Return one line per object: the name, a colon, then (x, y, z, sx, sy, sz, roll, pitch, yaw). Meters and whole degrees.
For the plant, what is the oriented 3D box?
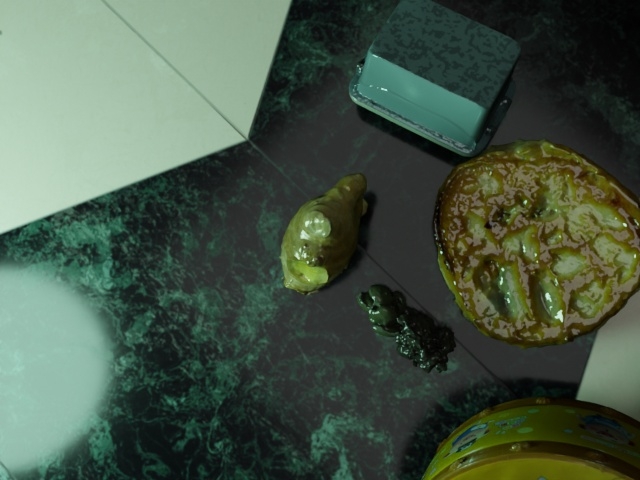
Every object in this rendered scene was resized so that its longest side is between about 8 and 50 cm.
plant: (0.126, 0.129, 1.090, 0.174, 0.087, 0.085, 40, 118, 12)

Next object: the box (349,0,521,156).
box: (0.169, -0.241, 1.060, 0.227, 0.130, 0.162, 28, 68, 9)

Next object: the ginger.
ginger: (0.000, 0.000, 1.060, 0.102, 0.216, 0.157, 25, 53, 1)

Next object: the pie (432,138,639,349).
pie: (0.310, 0.008, 1.064, 0.316, 0.092, 0.314, 0, 91, 12)

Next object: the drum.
drum: (0.302, 0.428, 0.941, 0.432, 0.214, 0.430, 2, 97, 19)
